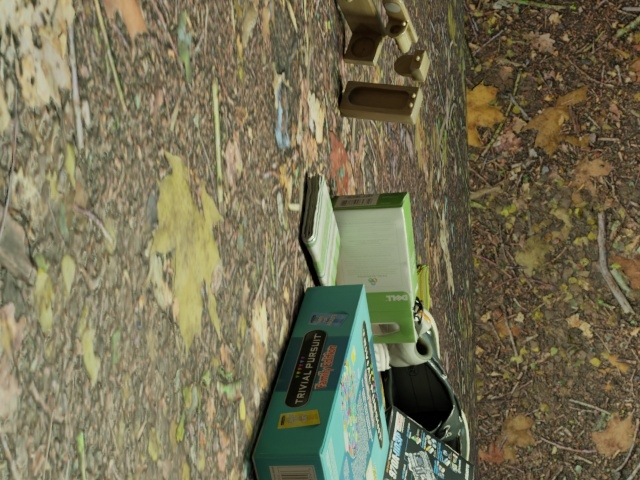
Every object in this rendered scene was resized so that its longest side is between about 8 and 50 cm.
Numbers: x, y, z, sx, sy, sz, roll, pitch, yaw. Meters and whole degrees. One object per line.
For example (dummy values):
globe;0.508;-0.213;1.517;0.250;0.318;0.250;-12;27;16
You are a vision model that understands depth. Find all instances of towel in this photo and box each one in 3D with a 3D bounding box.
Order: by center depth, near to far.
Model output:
towel;0.000;0.000;1.669;0.152;0.023;0.113;75;19;-52
towel;0.193;0.114;2.523;0.237;0.021;0.102;-34;119;-76

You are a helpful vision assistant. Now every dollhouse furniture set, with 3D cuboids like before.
dollhouse furniture set;0.077;-0.271;1.854;0.123;0.144;0.151;57;47;-58

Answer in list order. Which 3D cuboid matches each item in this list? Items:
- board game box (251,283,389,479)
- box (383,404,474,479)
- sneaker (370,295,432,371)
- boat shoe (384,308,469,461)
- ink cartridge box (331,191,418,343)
board game box;0.010;0.247;1.505;0.336;0.079;0.254;-72;156;-59
box;0.149;0.376;1.943;0.175;0.051;0.220;37;29;-11
sneaker;0.109;0.092;1.942;0.100;0.108;0.272;-78;160;-44
boat shoe;0.173;0.282;2.144;0.113;0.127;0.340;-63;146;-65
ink cartridge box;0.078;0.040;1.799;0.062;0.109;0.209;-64;149;-64
